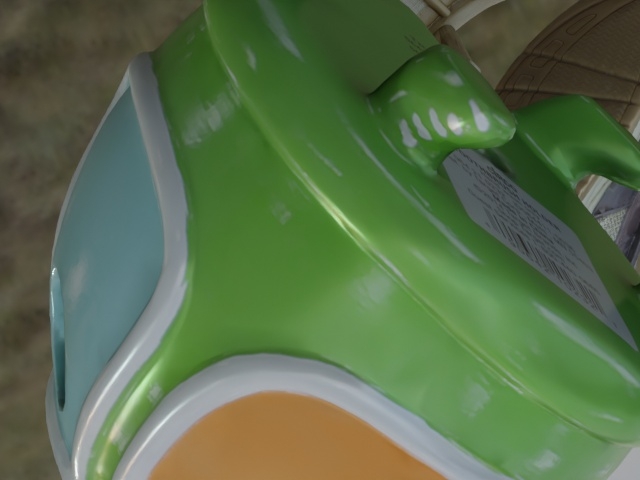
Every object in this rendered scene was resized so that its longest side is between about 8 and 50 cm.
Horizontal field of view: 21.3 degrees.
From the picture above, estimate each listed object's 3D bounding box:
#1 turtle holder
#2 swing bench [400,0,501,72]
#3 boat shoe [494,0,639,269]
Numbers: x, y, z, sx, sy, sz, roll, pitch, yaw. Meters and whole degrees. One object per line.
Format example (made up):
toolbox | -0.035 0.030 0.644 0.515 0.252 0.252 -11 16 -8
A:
turtle holder | -0.008 0.000 0.679 0.227 0.320 0.243 -46 146 16
swing bench | 0.043 -0.182 1.494 0.165 0.255 0.253 -29 132 30
boat shoe | 0.133 -0.007 0.945 0.103 0.285 0.092 8 157 43
